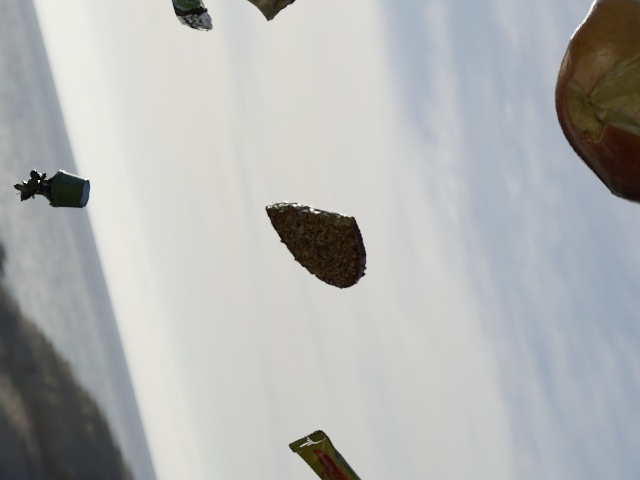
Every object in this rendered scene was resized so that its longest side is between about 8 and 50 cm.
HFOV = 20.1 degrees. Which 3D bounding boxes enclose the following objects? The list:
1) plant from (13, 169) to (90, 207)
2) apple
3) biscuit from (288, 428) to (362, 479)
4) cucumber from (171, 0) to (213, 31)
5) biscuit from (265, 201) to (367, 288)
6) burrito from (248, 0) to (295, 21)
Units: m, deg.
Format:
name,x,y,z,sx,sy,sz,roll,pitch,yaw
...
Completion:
name,x,y,z,sx,sy,sz,roll,pitch,yaw
plant,-0.361,-0.071,2.407,0.051,0.102,0.051,9,90,-82
apple,0.287,-0.131,1.534,0.199,0.199,0.199,166,-90,-83
biscuit,0.072,0.305,1.868,0.292,0.048,0.026,51,29,-16
cucumber,-0.178,-0.323,2.437,0.220,0.046,0.070,-173,-115,-88
biscuit,0.000,0.009,2.369,0.206,0.025,0.126,12,-50,56
burrito,-0.163,-0.408,2.044,0.392,0.117,0.076,42,5,13
